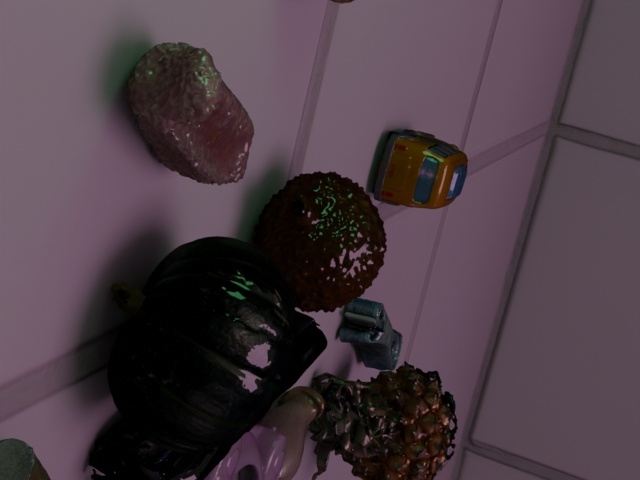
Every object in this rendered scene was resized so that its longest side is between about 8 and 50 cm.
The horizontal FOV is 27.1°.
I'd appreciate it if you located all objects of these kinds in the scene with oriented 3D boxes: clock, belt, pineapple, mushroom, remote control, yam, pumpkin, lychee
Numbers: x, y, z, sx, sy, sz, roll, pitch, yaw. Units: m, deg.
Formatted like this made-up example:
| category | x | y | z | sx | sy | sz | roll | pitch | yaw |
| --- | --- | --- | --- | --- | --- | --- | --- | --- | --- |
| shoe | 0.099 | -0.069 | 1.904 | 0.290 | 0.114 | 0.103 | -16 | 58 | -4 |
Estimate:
| category | x | y | z | sx | sy | sz | roll | pitch | yaw |
| --- | --- | --- | --- | --- | --- | --- | --- | --- | --- |
| clock | -0.174 | 0.391 | 1.796 | 0.295 | 0.113 | 0.322 | 32 | 77 | -73 |
| belt | 0.098 | 0.180 | 2.479 | 0.302 | 0.072 | 0.087 | 55 | 53 | -69 |
| pineapple | 0.069 | 0.326 | 2.376 | 0.272 | 0.262 | 0.262 | 18 | 90 | -49 |
| mushroom | -0.064 | 0.319 | 2.101 | 0.212 | 0.088 | 0.097 | -62 | 171 | -48 |
| remote control | -0.134 | 0.187 | 1.672 | 0.399 | 0.145 | 0.062 | -44 | 147 | -51 |
| yam | -0.301 | 0.271 | 1.347 | 0.179 | 0.078 | 0.078 | 84 | 30 | -53 |
| pumpkin | -0.142 | 0.108 | 1.490 | 0.250 | 0.216 | 0.250 | -52 | -169 | 15 |
| lychee | 0.000 | 0.000 | 1.813 | 0.238 | 0.200 | 0.200 | 68 | 43 | -64 |

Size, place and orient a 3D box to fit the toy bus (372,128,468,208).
| category | x | y | z | sx | sy | sz | roll | pitch | yaw |
| --- | --- | --- | --- | --- | --- | --- | --- | --- | --- |
| toy bus | 0.183 | -0.120 | 2.331 | 0.209 | 0.136 | 0.126 | -19 | 126 | -70 |

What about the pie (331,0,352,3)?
| category | x | y | z | sx | sy | sz | roll | pitch | yaw |
| --- | --- | --- | --- | --- | --- | --- | --- | --- | --- |
| pie | 0.035 | -0.400 | 1.682 | 0.205 | 0.084 | 0.179 | -55 | 155 | -38 |

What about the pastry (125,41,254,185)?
| category | x | y | z | sx | sy | sz | roll | pitch | yaw |
| --- | --- | --- | --- | --- | --- | --- | --- | --- | --- |
| pastry | -0.138 | -0.132 | 1.395 | 0.265 | 0.112 | 0.102 | 82 | 31 | -75 |
